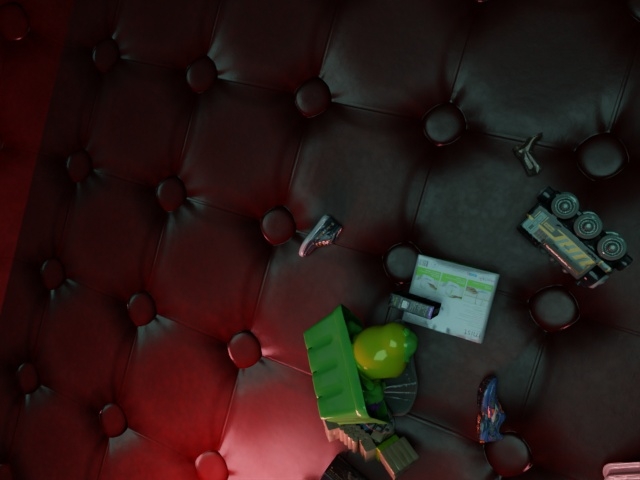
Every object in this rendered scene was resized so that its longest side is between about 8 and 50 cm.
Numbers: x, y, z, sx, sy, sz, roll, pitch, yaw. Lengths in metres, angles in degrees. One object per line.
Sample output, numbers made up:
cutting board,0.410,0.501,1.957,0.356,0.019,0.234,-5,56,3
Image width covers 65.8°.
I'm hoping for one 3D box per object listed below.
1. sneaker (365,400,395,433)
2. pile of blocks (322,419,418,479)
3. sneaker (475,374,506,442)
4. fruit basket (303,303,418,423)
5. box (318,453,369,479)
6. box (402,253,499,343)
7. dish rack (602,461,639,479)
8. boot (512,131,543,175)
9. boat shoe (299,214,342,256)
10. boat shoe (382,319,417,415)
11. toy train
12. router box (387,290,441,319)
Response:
sneaker,0.149,0.561,1.708,0.267,0.106,0.101,34,81,25
pile of blocks,0.165,0.695,1.728,0.362,0.149,0.113,24,139,26
sneaker,0.558,0.547,1.609,0.087,0.083,0.221,3,95,5
fruit basket,0.154,0.381,1.576,0.391,0.283,0.392,-11,62,20
box,0.074,0.851,1.710,0.156,0.158,0.093,35,100,15
box,0.427,0.185,1.626,0.261,0.126,0.231,13,94,18
dish rack,0.974,0.754,1.360,0.286,0.072,0.333,60,144,11
boot,0.693,-0.275,1.594,0.106,0.037,0.114,-35,75,28
boat shoe,0.000,0.000,1.803,0.083,0.065,0.183,39,99,17
boat shoe,0.270,0.435,1.696,0.118,0.103,0.321,-1,93,8
toy train,0.772,-0.009,1.519,0.334,0.142,0.190,46,114,12
router box,0.290,0.195,1.514,0.133,0.179,0.046,17,92,21
